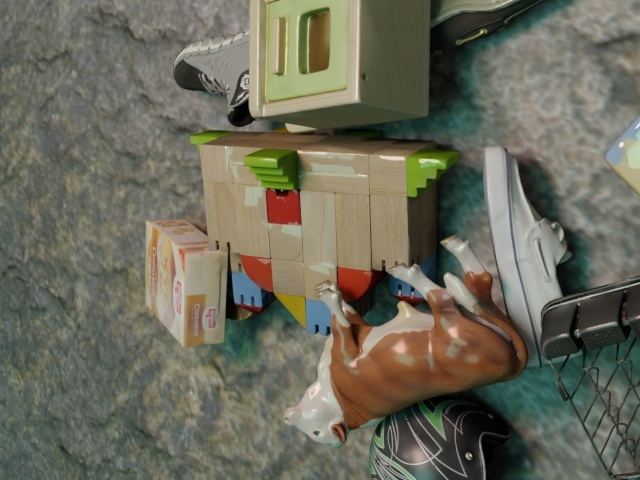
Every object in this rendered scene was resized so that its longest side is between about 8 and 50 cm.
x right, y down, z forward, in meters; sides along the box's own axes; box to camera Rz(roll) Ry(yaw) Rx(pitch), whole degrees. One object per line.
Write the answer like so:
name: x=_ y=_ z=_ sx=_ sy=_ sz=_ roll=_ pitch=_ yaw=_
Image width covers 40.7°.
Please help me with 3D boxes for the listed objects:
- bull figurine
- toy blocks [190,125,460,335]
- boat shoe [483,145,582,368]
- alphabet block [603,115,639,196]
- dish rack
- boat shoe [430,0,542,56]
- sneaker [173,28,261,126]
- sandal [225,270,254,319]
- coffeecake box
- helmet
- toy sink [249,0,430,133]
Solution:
bull figurine: x=0.079 y=0.125 z=0.991 sx=0.310 sy=0.101 sz=0.188 roll=-22 pitch=95 yaw=27
toy blocks: x=0.000 y=0.000 z=1.119 sx=0.382 sy=0.191 sz=0.260 roll=6 pitch=110 yaw=27
boat shoe: x=0.242 y=0.015 z=0.983 sx=0.084 sy=0.095 sz=0.258 roll=-11 pitch=97 yaw=9
alphabet block: x=0.408 y=-0.075 z=0.755 sx=0.197 sy=0.193 sz=0.192 roll=51 pitch=126 yaw=22
dish rack: x=0.362 y=0.169 z=0.883 sx=0.208 sy=0.074 sz=0.271 roll=-21 pitch=106 yaw=36
boat shoe: x=0.180 y=-0.272 z=0.997 sx=0.228 sy=0.069 sz=0.081 roll=-11 pitch=61 yaw=39
sneaker: x=-0.135 y=-0.219 z=1.225 sx=0.229 sy=0.086 sz=0.132 roll=-10 pitch=65 yaw=40
sandal: x=-0.143 y=0.082 z=1.331 sx=0.180 sy=0.049 sz=0.072 roll=-1 pitch=90 yaw=54
coffeecake box: x=-0.205 y=0.059 z=1.300 sx=0.185 sy=0.068 sz=0.142 roll=30 pitch=120 yaw=57
helmet: x=0.140 y=0.268 z=1.045 sx=0.169 sy=0.162 sz=0.169 roll=7 pitch=101 yaw=39
toy sink: x=-0.001 y=-0.216 z=1.014 sx=0.234 sy=0.131 sz=0.152 roll=1 pitch=90 yaw=46
